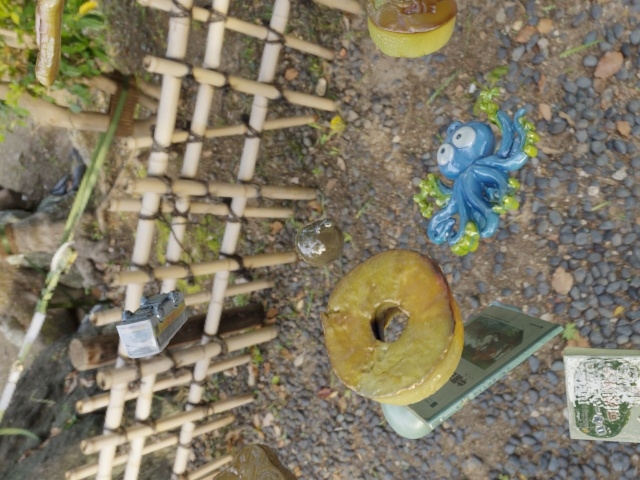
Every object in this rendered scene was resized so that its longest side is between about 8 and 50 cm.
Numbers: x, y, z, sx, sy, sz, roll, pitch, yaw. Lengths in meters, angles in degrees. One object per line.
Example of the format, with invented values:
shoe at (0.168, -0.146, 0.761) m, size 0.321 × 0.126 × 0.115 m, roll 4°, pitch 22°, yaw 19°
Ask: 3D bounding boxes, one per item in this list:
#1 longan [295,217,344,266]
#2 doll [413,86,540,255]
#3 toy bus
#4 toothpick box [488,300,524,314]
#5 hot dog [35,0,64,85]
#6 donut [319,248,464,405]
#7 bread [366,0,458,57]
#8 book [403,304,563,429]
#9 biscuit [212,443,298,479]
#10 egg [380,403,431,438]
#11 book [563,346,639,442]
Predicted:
longan at (0.000, 0.000, 1.145) m, size 0.106 × 0.106 × 0.119 m, roll 51°, pitch 143°, yaw 27°
doll at (0.325, -0.144, 1.220) m, size 0.346 × 0.099 × 0.341 m, roll -49°, pitch 32°, yaw 38°
toy bus at (-0.275, 0.133, 0.917) m, size 0.064 × 0.190 × 0.075 m, roll -10°, pitch 100°, yaw 2°
toothpick box at (0.507, 0.198, 1.506) m, size 0.052 × 0.083 × 0.052 m, roll -47°, pitch 34°, yaw 48°
hot dog at (-0.301, -0.226, 0.610) m, size 0.137 × 0.028 × 0.044 m, roll 136°, pitch 145°, yaw -55°
donut at (0.092, 0.108, 0.663) m, size 0.174 × 0.074 × 0.190 m, roll -38°, pitch 43°, yaw 6°
bread at (0.264, -0.650, 1.585) m, size 0.270 × 0.148 × 0.269 m, roll -4°, pitch 57°, yaw 7°
book at (0.259, 0.212, 0.981) m, size 0.025 × 0.283 × 0.215 m, roll 60°, pitch 168°, yaw -10°
biscuit at (-0.118, 0.507, 0.929) m, size 0.257 × 0.049 × 0.273 m, roll -49°, pitch 49°, yaw 11°
egg at (0.233, 0.383, 1.399) m, size 0.168 × 0.168 × 0.230 m, roll -24°, pitch 51°, yaw 38°
book at (0.804, 0.384, 1.348) m, size 0.371 × 0.043 × 0.260 m, roll -5°, pitch 107°, yaw 23°
